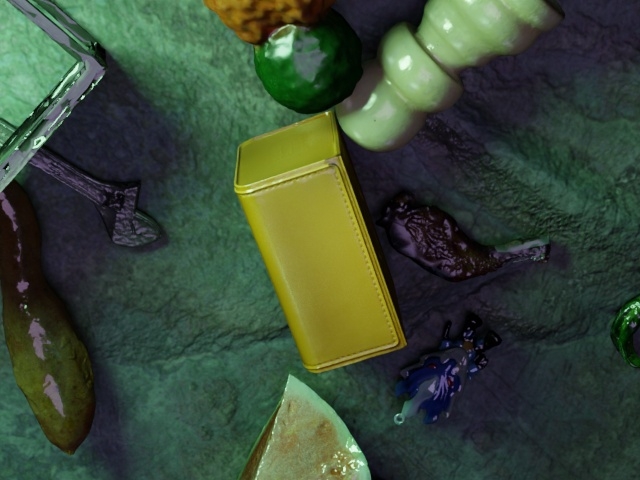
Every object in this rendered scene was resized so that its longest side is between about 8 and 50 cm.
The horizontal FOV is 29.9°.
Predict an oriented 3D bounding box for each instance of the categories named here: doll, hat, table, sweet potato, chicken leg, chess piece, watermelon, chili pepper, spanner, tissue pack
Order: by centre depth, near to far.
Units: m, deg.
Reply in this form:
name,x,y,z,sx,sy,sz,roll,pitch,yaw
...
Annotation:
name,x,y,z,sx,sy,sz,roll,pitch,yaw
hat,-0.063,-0.326,1.358,0.285,0.285,0.400,-31,104,8
table,-0.463,-0.178,1.406,0.272,0.222,0.335,41,95,-18
chess piece,0.140,-0.236,1.496,0.299,0.167,0.167,-41,109,19
tissue pack,0.000,0.000,1.556,0.145,0.194,0.275,-17,112,7
spanner,-0.345,-0.093,1.580,0.325,0.026,0.093,33,107,-14
sweet potato,-0.380,0.105,1.618,0.109,0.109,0.385,-13,101,1
chicken leg,0.195,0.006,1.650,0.253,0.051,0.106,13,105,-13
watermelon,-0.033,0.346,1.677,0.176,0.256,0.260,48,64,-48
doll,0.173,0.192,1.715,0.096,0.070,0.195,44,102,12
chili pepper,0.446,0.130,1.726,0.055,0.035,0.118,10,108,10

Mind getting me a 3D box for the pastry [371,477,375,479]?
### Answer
name,x,y,z,sx,sy,sz,roll,pitch,yaw
pastry,0.098,0.439,1.751,0.188,0.189,0.103,32,104,-16
